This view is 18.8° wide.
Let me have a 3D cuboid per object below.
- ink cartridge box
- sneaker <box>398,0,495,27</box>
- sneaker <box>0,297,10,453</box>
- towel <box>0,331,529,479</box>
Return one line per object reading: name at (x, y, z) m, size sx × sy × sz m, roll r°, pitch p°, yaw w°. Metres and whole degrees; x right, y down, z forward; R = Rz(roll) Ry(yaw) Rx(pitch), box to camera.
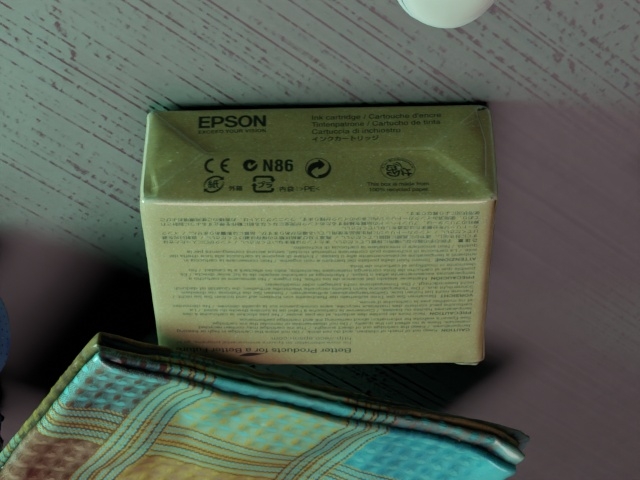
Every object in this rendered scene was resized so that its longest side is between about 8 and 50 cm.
ink cartridge box at (0.000, 0.000, 1.336) m, size 0.235 × 0.088 × 0.193 m, roll -1°, pitch 143°, yaw 0°
sneaker at (0.101, -0.200, 1.079) m, size 0.094 × 0.091 × 0.258 m, roll 10°, pitch 140°, yaw -12°
sneaker at (-0.300, 0.126, 1.481) m, size 0.182 × 0.127 × 0.315 m, roll 24°, pitch 143°, yaw -32°
towel at (-0.062, 0.192, 1.478) m, size 0.370 × 0.040 × 0.271 m, roll 16°, pitch 135°, yaw -28°
